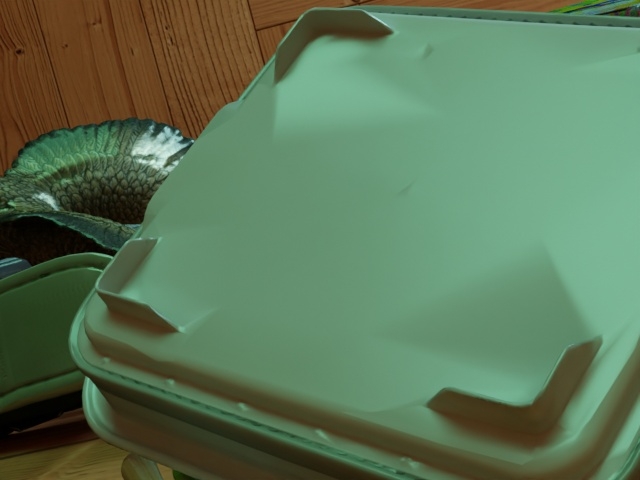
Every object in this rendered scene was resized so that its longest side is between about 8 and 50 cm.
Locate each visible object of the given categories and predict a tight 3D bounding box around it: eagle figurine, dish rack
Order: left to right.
[{"bbox_3d":[-0.250,-0.014,1.332,0.298,0.226,0.225,-18,-12,11],"label":"eagle figurine"},{"bbox_3d":[0.047,-0.009,0.583,0.333,0.072,0.285,11,57,41],"label":"dish rack"}]

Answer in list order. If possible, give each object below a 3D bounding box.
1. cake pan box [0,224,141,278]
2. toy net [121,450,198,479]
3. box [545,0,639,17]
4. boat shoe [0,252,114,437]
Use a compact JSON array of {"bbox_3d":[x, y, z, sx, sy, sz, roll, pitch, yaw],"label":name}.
[{"bbox_3d":[-0.316,0.024,1.569,0.267,0.070,0.246,-17,11,-12],"label":"cake pan box"},{"bbox_3d":[-0.039,0.126,0.605,0.122,0.045,0.232,5,17,14],"label":"toy net"},{"bbox_3d":[0.325,-0.168,1.363,0.279,0.177,0.290,-21,11,-33],"label":"box"},{"bbox_3d":[-0.256,0.088,0.950,0.340,0.127,0.113,-19,-19,17],"label":"boat shoe"}]
